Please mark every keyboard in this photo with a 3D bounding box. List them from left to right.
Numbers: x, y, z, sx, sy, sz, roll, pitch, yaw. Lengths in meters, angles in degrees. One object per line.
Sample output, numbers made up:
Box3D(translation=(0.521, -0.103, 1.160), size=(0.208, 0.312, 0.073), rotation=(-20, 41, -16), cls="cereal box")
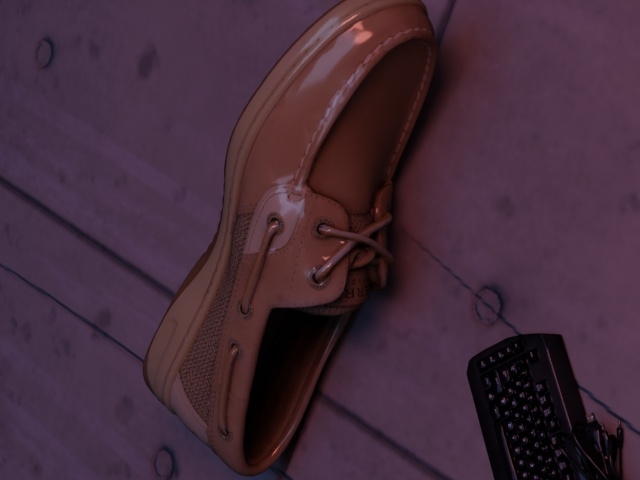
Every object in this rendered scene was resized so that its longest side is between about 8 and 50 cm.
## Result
Box3D(translation=(0.136, 0.143, 1.015), size=(0.100, 0.038, 0.192), rotation=(-30, 67, 37), cls="keyboard")

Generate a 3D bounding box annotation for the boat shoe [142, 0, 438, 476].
Box3D(translation=(0.000, 0.000, 1.111), size=(0.110, 0.121, 0.341), rotation=(46, 126, 31), cls="boat shoe")
